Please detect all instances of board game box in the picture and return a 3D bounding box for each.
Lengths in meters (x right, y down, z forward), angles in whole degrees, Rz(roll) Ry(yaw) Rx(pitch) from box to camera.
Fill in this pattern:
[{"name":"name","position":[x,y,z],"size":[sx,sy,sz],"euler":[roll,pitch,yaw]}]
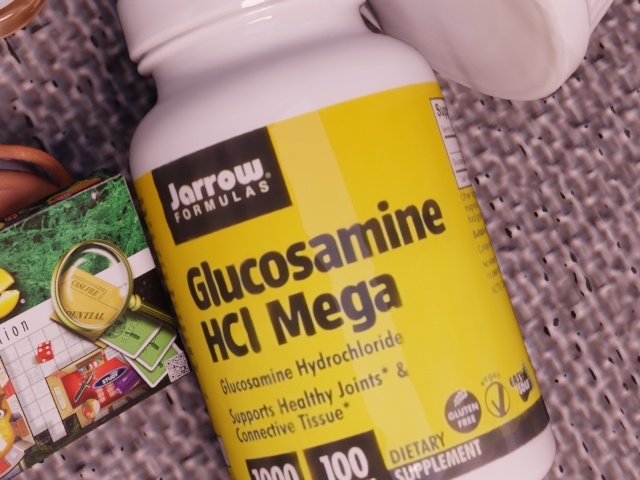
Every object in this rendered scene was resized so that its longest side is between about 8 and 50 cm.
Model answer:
[{"name":"board game box","position":[-0.199,0.074,0.712],"size":[0.259,0.030,0.136],"euler":[-30,113,-29]}]

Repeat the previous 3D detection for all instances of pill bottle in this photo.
[{"name":"pill bottle","position":[0.000,0.000,0.759],"size":[0.188,0.188,0.334],"euler":[-19,90,-11]}]

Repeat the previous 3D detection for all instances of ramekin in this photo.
[{"name":"ramekin","position":[0.072,-0.218,0.744],"size":[0.273,0.273,0.127],"euler":[44,81,-5]}]

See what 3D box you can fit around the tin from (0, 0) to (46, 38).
[{"name":"tin","position":[-0.254,-0.195,0.801],"size":[0.189,0.040,0.106],"euler":[24,78,-8]}]

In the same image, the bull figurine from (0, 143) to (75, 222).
[{"name":"bull figurine","position":[-0.268,0.056,0.738],"size":[0.188,0.101,0.310],"euler":[45,71,-35]}]
